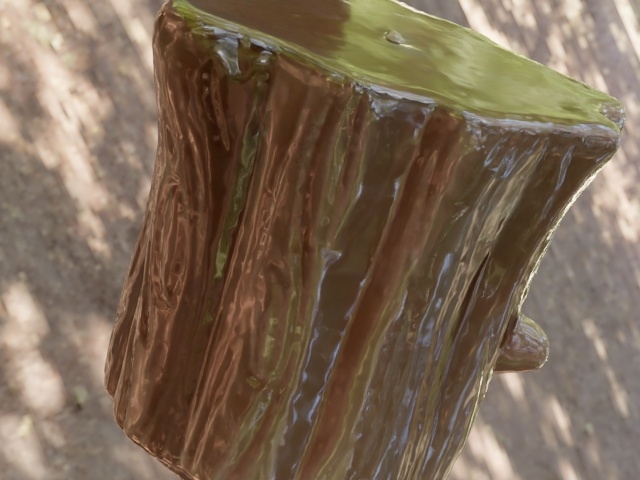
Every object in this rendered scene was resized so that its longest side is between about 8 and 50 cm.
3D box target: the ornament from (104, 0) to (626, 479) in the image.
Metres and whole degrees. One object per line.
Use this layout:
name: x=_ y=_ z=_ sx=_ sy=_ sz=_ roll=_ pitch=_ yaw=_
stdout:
ornament: x=0.000 y=0.000 z=0.736 sx=0.235 sy=0.218 sz=0.221 roll=7 pitch=22 yaw=-29
